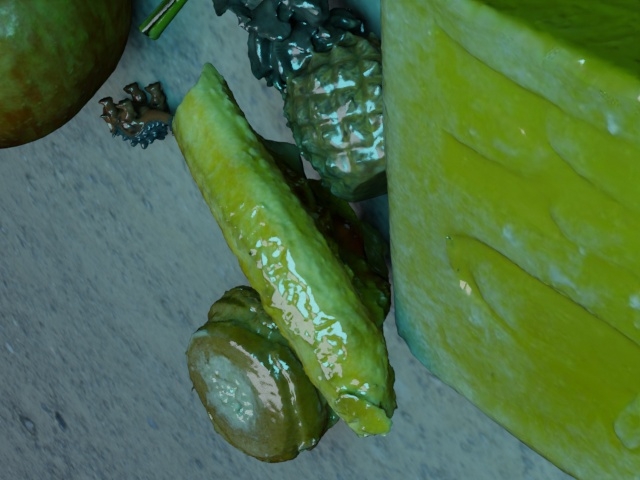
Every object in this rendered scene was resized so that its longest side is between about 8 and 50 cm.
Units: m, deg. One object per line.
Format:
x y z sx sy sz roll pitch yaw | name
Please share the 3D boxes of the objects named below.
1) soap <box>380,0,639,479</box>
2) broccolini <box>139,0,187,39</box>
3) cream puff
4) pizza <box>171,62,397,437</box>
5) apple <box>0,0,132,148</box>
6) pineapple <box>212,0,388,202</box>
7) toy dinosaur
0.174 -0.020 0.848 0.293 0.156 0.335 34 146 32 | soap
-0.055 -0.220 0.984 0.042 0.044 0.218 46 116 0 | broccolini
-0.043 0.116 1.315 0.150 0.115 0.165 19 125 36 | cream puff
0.000 0.000 1.083 0.280 0.075 0.287 58 -169 5 | pizza
-0.302 -0.200 1.224 0.250 0.277 0.309 48 170 -32 | apple
-0.007 -0.139 1.032 0.237 0.111 0.119 56 133 11 | pineapple
-0.160 -0.110 1.321 0.154 0.049 0.055 15 129 54 | toy dinosaur
